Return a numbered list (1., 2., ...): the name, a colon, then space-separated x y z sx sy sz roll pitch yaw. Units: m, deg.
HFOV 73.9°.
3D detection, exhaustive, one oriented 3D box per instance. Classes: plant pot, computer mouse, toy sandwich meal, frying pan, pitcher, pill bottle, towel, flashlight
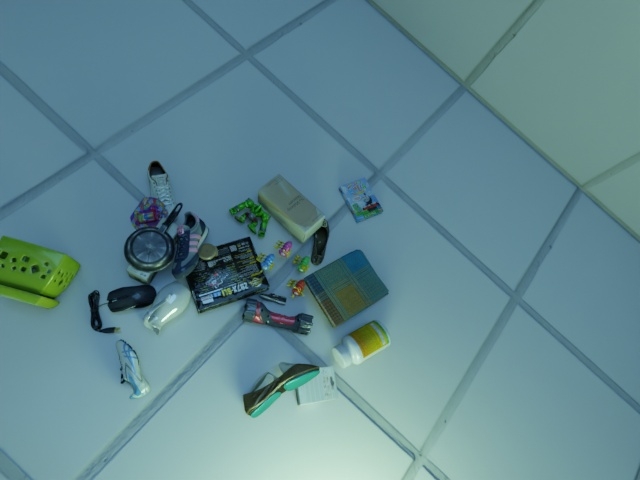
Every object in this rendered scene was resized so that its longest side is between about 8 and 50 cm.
1. plant pot: -1.082 0.132 1.602 0.228 0.228 0.206 18 73 -10
2. computer mouse: -0.797 0.271 1.705 0.263 0.060 0.183 -6 72 -11
3. toy sandwich meal: -0.486 0.050 1.835 0.086 0.029 0.085 4 66 -9
4. frying pan: -0.650 -0.005 1.762 0.326 0.053 0.197 -40 88 -24
5. pitcher: -0.623 0.261 1.711 0.126 0.177 0.207 34 65 4
6. pill bottle: 0.180 0.466 1.899 0.246 0.136 0.136 -24 78 -24
7. towel: 0.125 0.215 1.998 0.371 0.040 0.271 -26 79 -35
8. flashlight: -0.184 0.331 1.862 0.305 0.103 0.103 13 63 -11

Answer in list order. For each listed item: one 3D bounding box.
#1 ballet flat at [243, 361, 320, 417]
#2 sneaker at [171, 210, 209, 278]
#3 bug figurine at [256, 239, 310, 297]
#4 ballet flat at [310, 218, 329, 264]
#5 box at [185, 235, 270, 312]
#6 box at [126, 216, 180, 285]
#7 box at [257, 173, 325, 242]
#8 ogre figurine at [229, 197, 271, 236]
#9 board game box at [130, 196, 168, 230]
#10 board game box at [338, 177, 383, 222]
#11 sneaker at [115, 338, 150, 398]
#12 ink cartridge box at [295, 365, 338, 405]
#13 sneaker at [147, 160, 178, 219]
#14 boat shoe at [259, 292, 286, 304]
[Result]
1. ballet flat: -0.171 0.582 1.750 0.343 0.116 0.124 -33 56 -9
2. sneaker: -0.565 0.013 1.762 0.112 0.131 0.318 -15 41 15
3. bug figurine: -0.145 0.118 1.929 0.279 0.072 0.216 41 54 -20
4. ballet flat: 0.000 0.000 2.070 0.084 0.058 0.249 16 66 -11
5. box: -0.418 0.147 1.867 0.323 0.079 0.256 -18 75 -21
6. box: -0.701 0.047 1.809 0.094 0.113 0.274 28 65 -5
7. box: -0.141 -0.152 2.028 0.311 0.121 0.148 41 65 10
8. ogre figurine: -0.317 -0.114 1.999 0.197 0.096 0.118 35 75 11
9. board game box: -0.755 -0.109 1.857 0.133 0.033 0.168 34 89 0
10. board game box: 0.212 -0.213 2.229 0.160 0.039 0.211 -23 77 -23
11. sneaker: -0.738 0.492 1.635 0.086 0.085 0.237 -21 77 -39
12. ink cartridge box: -0.021 0.624 1.837 0.180 0.045 0.145 1 68 -26
13. sneaker: -0.716 -0.222 1.904 0.106 0.123 0.289 -18 77 -24
14. boat shoe: -0.212 0.256 1.912 0.125 0.046 0.038 18 65 -13
